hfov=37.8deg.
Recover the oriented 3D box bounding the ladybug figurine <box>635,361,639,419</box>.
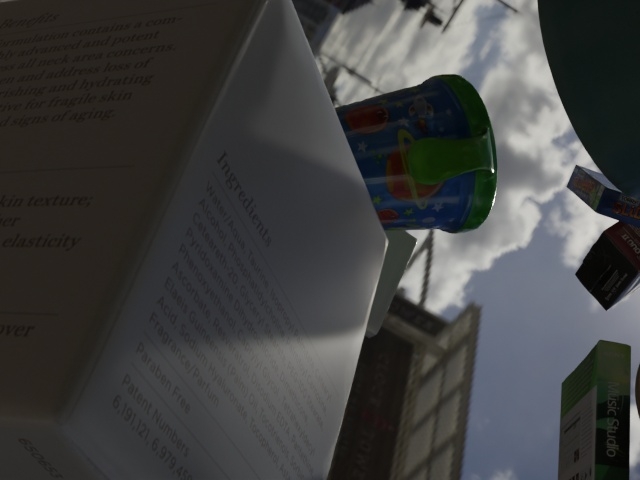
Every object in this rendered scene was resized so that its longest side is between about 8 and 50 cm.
[{"bbox_3d":[0.796,0.329,1.858,0.449,0.161,0.305,-121,-130,-67],"label":"ladybug figurine"}]

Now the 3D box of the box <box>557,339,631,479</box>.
[{"bbox_3d":[0.423,0.344,1.455,0.232,0.058,0.322,92,6,-66],"label":"box"}]

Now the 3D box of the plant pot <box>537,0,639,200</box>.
[{"bbox_3d":[0.390,-0.208,0.904,0.235,0.293,0.293,-17,-142,40],"label":"plant pot"}]

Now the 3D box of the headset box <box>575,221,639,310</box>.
[{"bbox_3d":[0.663,0.008,1.899,0.293,0.110,0.218,-31,159,-15],"label":"headset box"}]

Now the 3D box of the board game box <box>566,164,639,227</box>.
[{"bbox_3d":[0.422,-0.035,1.167,0.136,0.201,0.035,-93,-158,-74],"label":"board game box"}]

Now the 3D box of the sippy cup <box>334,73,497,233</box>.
[{"bbox_3d":[0.100,-0.111,1.337,0.305,0.224,0.240,107,-30,-57],"label":"sippy cup"}]

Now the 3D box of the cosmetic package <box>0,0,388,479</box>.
[{"bbox_3d":[-0.174,0.046,0.726,0.329,0.327,0.394,-1,-131,24],"label":"cosmetic package"}]

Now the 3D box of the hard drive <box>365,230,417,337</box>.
[{"bbox_3d":[0.000,0.000,1.574,0.040,0.307,0.203,-38,-158,59],"label":"hard drive"}]
